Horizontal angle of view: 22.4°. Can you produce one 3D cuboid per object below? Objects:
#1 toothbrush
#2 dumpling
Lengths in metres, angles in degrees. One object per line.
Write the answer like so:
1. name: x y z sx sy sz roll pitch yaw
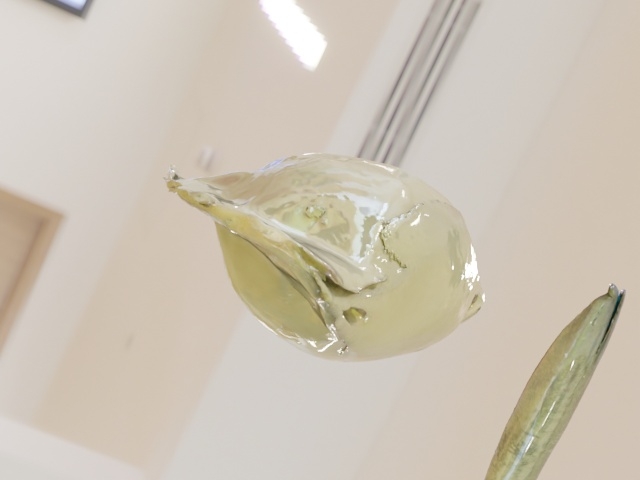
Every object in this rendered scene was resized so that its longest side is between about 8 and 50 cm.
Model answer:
1. toothbrush: 0.106 0.187 1.041 0.042 0.035 0.413 -109 -147 -50
2. dumpling: 0.002 -0.001 1.419 0.341 0.260 0.181 -27 137 -50
